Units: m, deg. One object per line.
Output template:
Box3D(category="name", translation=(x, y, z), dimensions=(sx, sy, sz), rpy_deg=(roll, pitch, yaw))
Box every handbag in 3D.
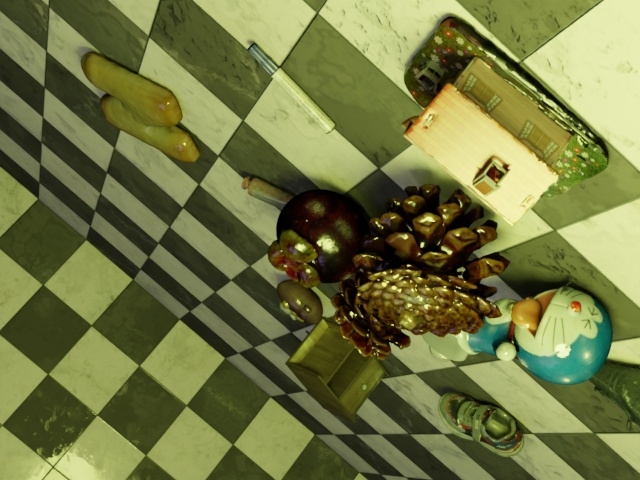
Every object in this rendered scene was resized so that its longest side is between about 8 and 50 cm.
Box3D(category="handbag", translation=(0.584, 0.308, 1.618), dimensions=(0.270, 0.088, 0.175), rpy_deg=(45, 167, -14))

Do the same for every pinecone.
Box3D(category="pinecone", translation=(0.182, 0.025, 1.470), dimensions=(0.264, 0.264, 0.264), rpy_deg=(33, 159, 15))
Box3D(category="pinecone", translation=(0.130, 0.142, 1.886), dimensions=(0.208, 0.208, 0.208), rpy_deg=(33, 159, 15))

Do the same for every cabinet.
Box3D(category="cabinet", translation=(0.053, 0.353, 2.455), dimensions=(0.148, 0.175, 0.215), rpy_deg=(15, 148, 48))

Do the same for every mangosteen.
Box3D(category="mangosteen", translation=(0.000, 0.000, 1.779), dimensions=(0.210, 0.210, 0.210), rpy_deg=(33, 159, 15))

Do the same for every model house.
Box3D(category="model house", translation=(0.213, -0.127, 1.228), dimensions=(0.294, 0.154, 0.207), rpy_deg=(40, 158, -3))

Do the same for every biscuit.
Box3D(category="biscuit", translation=(-0.415, -0.300, 2.060), dimensions=(0.291, 0.062, 0.237), rpy_deg=(28, 156, 23))

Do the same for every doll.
Box3D(category="doll", translation=(-0.060, 0.167, 2.385), dimensions=(0.145, 0.096, 0.188), rpy_deg=(47, 169, 1))
Box3D(category="doll", translation=(0.362, 0.147, 1.517), dimensions=(0.257, 0.215, 0.161), rpy_deg=(3, 120, 38))

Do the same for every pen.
Box3D(category="pen", translation=(-0.050, -0.265, 1.567), dimensions=(0.204, 0.025, 0.025), rpy_deg=(44, 159, -13))

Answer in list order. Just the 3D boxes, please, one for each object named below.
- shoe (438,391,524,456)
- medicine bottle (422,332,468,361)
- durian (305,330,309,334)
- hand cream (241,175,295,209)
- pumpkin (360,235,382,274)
Box3D(category="shoe", translation=(0.385, 0.436, 2.163), dimensions=(0.227, 0.099, 0.125), rpy_deg=(27, 165, 17))
Box3D(category="medicine bottle", translation=(0.274, 0.201, 1.919), dimensions=(0.119, 0.069, 0.183), rpy_deg=(33, 157, 15))
Box3D(category="durian", translation=(-0.007, 0.285, 2.560), dimensions=(0.091, 0.080, 0.080), rpy_deg=(39, 160, 10))
Box3D(category="hand cream", translation=(-0.079, -0.088, 1.967), dimensions=(0.210, 0.043, 0.067), rpy_deg=(26, 158, 19))
Box3D(category="pumpkin", translation=(0.171, 0.037, 1.701), dimensions=(0.183, 0.107, 0.119), rpy_deg=(25, 164, 10))
